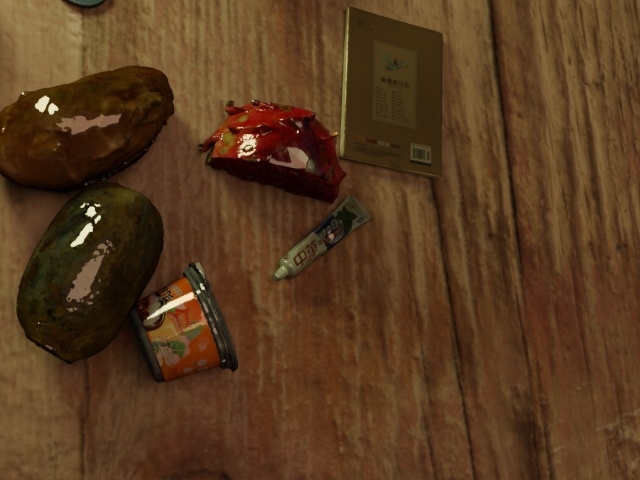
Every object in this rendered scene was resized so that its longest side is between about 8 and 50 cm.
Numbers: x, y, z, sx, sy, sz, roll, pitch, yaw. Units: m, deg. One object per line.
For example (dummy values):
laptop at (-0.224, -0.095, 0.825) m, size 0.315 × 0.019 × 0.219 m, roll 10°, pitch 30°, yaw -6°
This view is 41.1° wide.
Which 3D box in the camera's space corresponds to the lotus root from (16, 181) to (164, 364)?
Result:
lotus root at (-0.336, 0.042, 1.244) m, size 0.160 × 0.152 × 0.275 m, roll 10°, pitch 66°, yaw 22°

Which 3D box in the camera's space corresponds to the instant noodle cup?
instant noodle cup at (-0.216, 0.136, 1.295) m, size 0.125 × 0.177 × 0.208 m, roll -21°, pitch 119°, yaw -14°

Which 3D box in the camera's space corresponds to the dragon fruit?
dragon fruit at (-0.058, -0.179, 1.461) m, size 0.274 × 0.126 × 0.161 m, roll 16°, pitch 71°, yaw -22°

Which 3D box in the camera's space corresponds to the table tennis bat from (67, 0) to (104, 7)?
table tennis bat at (-0.417, -0.453, 1.415) m, size 0.155 × 0.019 × 0.100 m, roll 44°, pitch 63°, yaw -12°

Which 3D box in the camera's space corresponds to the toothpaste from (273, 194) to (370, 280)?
toothpaste at (0.000, 0.000, 1.497) m, size 0.233 × 0.038 × 0.060 m, roll -40°, pitch 98°, yaw -31°

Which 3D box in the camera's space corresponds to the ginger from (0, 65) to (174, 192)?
ginger at (-0.345, -0.170, 1.301) m, size 0.321 × 0.172 × 0.165 m, roll -27°, pitch 130°, yaw -32°

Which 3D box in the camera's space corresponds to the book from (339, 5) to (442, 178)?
book at (0.141, -0.285, 1.645) m, size 0.216 × 0.021 × 0.311 m, roll 9°, pitch 73°, yaw -23°
